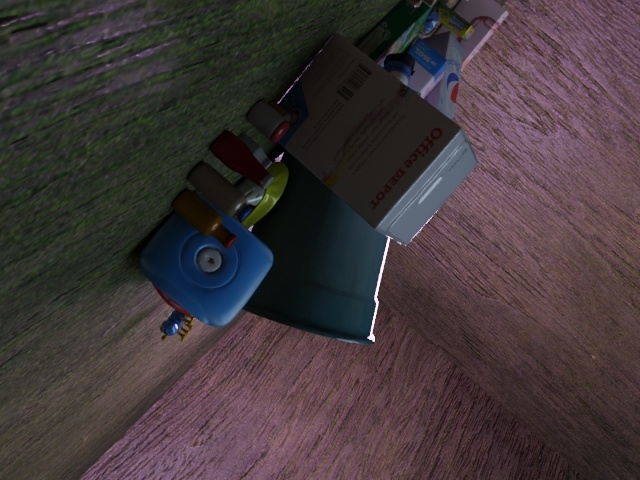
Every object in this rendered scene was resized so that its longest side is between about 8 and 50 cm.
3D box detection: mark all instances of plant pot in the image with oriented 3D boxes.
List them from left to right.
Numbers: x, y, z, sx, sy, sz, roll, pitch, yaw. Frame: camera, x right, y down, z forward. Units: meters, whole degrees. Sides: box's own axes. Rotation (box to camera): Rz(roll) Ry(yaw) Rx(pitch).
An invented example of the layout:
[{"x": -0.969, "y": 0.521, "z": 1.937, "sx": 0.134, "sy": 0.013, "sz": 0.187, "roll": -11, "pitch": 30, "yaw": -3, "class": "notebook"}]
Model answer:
[{"x": 0.000, "y": 0.000, "z": 1.359, "sx": 0.341, "sy": 0.341, "sz": 0.334, "roll": 7, "pitch": 102, "yaw": -86, "class": "plant pot"}]

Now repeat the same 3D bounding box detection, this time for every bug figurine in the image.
[{"x": -0.260, "y": 0.089, "z": 1.427, "sx": 0.279, "sy": 0.072, "sz": 0.216, "roll": -58, "pitch": 178, "yaw": 40, "class": "bug figurine"}]

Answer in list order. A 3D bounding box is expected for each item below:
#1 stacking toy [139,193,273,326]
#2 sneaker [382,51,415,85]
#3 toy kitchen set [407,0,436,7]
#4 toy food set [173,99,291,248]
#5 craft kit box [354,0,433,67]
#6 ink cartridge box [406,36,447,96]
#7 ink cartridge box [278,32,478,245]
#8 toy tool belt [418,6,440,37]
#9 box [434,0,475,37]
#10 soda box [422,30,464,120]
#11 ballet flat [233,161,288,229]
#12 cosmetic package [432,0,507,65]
[{"x": -0.223, "y": 0.053, "z": 1.133, "sx": 0.166, "sy": 0.175, "sz": 0.302, "roll": -53, "pitch": -168, "yaw": -21, "class": "stacking toy"}, {"x": 0.128, "y": -0.306, "z": 1.264, "sx": 0.085, "sy": 0.058, "sz": 0.152, "roll": -64, "pitch": -164, "yaw": -22, "class": "sneaker"}, {"x": 0.137, "y": -0.394, "z": 1.073, "sx": 0.075, "sy": 0.083, "sz": 0.068, "roll": -48, "pitch": 176, "yaw": -22, "class": "toy kitchen set"}, {"x": -0.104, "y": -0.107, "z": 0.983, "sx": 0.232, "sy": 0.104, "sz": 0.111, "roll": -48, "pitch": 176, "yaw": -19, "class": "toy food set"}, {"x": 0.107, "y": -0.360, "z": 1.360, "sx": 0.250, "sy": 0.061, "sz": 0.247, "roll": -48, "pitch": 179, "yaw": -21, "class": "craft kit box"}, {"x": 0.182, "y": -0.329, "z": 1.470, "sx": 0.203, "sy": 0.086, "sz": 0.148, "roll": -49, "pitch": 176, "yaw": 5, "class": "ink cartridge box"}, {"x": 0.087, "y": -0.159, "z": 1.099, "sx": 0.198, "sy": 0.270, "sz": 0.197, "roll": -49, "pitch": 159, "yaw": 7, "class": "ink cartridge box"}, {"x": 0.254, "y": -0.515, "z": 1.540, "sx": 0.083, "sy": 0.052, "sz": 0.051, "roll": -50, "pitch": -175, "yaw": -6, "class": "toy tool belt"}, {"x": 0.338, "y": -0.557, "z": 1.683, "sx": 0.043, "sy": 0.105, "sz": 0.179, "roll": -53, "pitch": 175, "yaw": 18, "class": "box"}, {"x": 0.303, "y": -0.404, "z": 1.754, "sx": 0.098, "sy": 0.091, "sz": 0.287, "roll": -3, "pitch": -114, "yaw": 39, "class": "soda box"}, {"x": -0.150, "y": -0.061, "z": 1.246, "sx": 0.231, "sy": 0.077, "sz": 0.077, "roll": -48, "pitch": 153, "yaw": 7, "class": "ballet flat"}, {"x": 0.417, "y": -0.602, "z": 1.989, "sx": 0.296, "sy": 0.129, "sz": 0.153, "roll": -51, "pitch": 175, "yaw": 24, "class": "cosmetic package"}]
